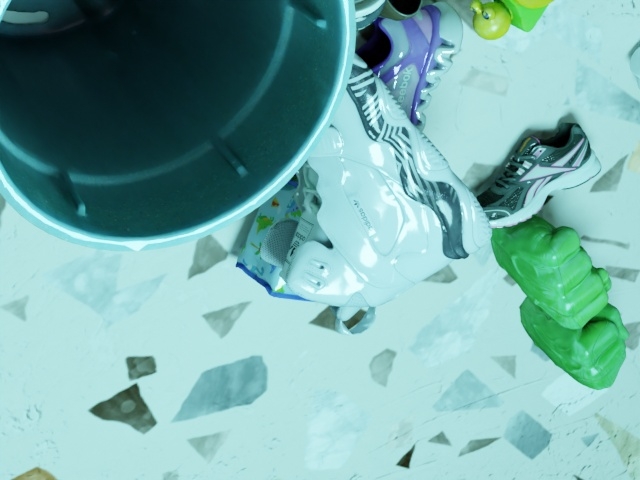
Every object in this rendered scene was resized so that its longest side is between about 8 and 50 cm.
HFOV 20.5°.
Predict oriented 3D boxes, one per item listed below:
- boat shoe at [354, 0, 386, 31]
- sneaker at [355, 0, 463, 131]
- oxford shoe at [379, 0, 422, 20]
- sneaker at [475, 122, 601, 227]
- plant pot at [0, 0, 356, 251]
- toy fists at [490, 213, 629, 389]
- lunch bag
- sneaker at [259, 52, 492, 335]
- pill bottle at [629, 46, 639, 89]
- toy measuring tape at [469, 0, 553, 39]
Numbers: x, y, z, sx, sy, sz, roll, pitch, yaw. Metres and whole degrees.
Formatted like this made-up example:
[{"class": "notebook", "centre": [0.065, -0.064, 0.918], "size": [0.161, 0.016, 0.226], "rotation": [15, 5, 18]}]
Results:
[{"class": "boat shoe", "centre": [0.017, -0.288, 1.669], "size": [0.114, 0.302, 0.091], "rotation": [-6, 138, 2]}, {"class": "sneaker", "centre": [0.066, -0.157, 1.934], "size": [0.104, 0.095, 0.236], "rotation": [9, 111, -28]}, {"class": "oxford shoe", "centre": [0.074, -0.333, 1.795], "size": [0.083, 0.096, 0.227], "rotation": [-21, 114, -19]}, {"class": "sneaker", "centre": [0.247, -0.085, 2.113], "size": [0.178, 0.072, 0.077], "rotation": [-32, 121, -19]}, {"class": "plant pot", "centre": [-0.193, -0.219, 1.562], "size": [0.341, 0.334, 0.341], "rotation": [-15, 127, -21]}, {"class": "toy fists", "centre": [0.309, 0.078, 2.201], "size": [0.096, 0.142, 0.279], "rotation": [-32, 132, -8]}, {"class": "lunch bag", "centre": [0.000, 0.000, 1.997], "size": [0.151, 0.096, 0.129], "rotation": [9, 112, -46]}, {"class": "sneaker", "centre": [0.002, -0.068, 1.830], "size": [0.210, 0.137, 0.366], "rotation": [-43, 114, -2]}, {"class": "pill bottle", "centre": [0.423, -0.191, 2.135], "size": [0.065, 0.065, 0.116], "rotation": [-48, 132, 7]}, {"class": "toy measuring tape", "centre": [0.256, -0.362, 1.892], "size": [0.121, 0.121, 0.330], "rotation": [31, 94, -41]}]
